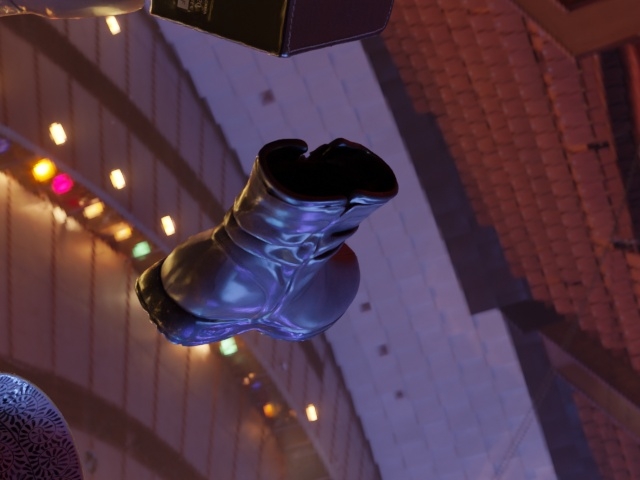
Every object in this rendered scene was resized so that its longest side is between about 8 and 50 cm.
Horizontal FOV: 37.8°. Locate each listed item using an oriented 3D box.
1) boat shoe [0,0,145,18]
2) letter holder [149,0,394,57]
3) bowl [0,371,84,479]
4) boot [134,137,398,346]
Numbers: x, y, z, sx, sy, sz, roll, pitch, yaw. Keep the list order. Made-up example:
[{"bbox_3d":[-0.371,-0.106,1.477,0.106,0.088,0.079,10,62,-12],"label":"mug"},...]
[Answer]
[{"bbox_3d":[-0.209,-0.169,0.554,0.073,0.207,0.073,164,100,-78],"label":"boat shoe"},{"bbox_3d":[-0.015,-0.341,0.832,0.214,0.152,0.302,-29,-45,-53],"label":"letter holder"},{"bbox_3d":[-0.264,0.193,0.719,0.170,0.080,0.170,-19,-90,-74],"label":"bowl"},{"bbox_3d":[0.000,0.000,0.918,0.118,0.222,0.338,54,-153,13],"label":"boot"}]
